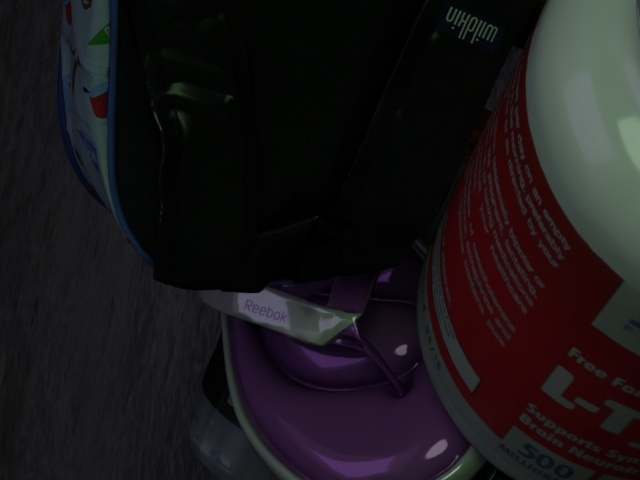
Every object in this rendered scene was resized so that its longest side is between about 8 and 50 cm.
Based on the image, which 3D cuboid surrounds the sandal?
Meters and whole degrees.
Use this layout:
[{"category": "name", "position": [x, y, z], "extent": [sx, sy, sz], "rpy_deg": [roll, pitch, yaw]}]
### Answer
[{"category": "sandal", "position": [-0.013, 0.008, 1.214], "extent": [0.169, 0.102, 0.416], "rpy_deg": [-32, 42, 8]}]

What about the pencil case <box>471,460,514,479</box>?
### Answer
[{"category": "pencil case", "position": [0.089, 0.330, 1.147], "extent": [0.183, 0.160, 0.410], "rpy_deg": [166, 119, -77]}]

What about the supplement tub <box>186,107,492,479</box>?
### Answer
[{"category": "supplement tub", "position": [0.039, 0.044, 1.423], "extent": [0.316, 0.194, 0.193], "rpy_deg": [-68, 23, 13]}]

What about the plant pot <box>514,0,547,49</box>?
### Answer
[{"category": "plant pot", "position": [0.163, -0.270, 1.218], "extent": [0.366, 0.367, 0.353], "rpy_deg": [-63, 36, 23]}]

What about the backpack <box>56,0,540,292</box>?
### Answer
[{"category": "backpack", "position": [-0.033, -0.110, 1.060], "extent": [0.213, 0.277, 0.263], "rpy_deg": [-138, 51, -64]}]

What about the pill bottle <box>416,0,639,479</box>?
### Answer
[{"category": "pill bottle", "position": [0.192, -0.027, 0.931], "extent": [0.407, 0.229, 0.229], "rpy_deg": [109, 169, -65]}]
